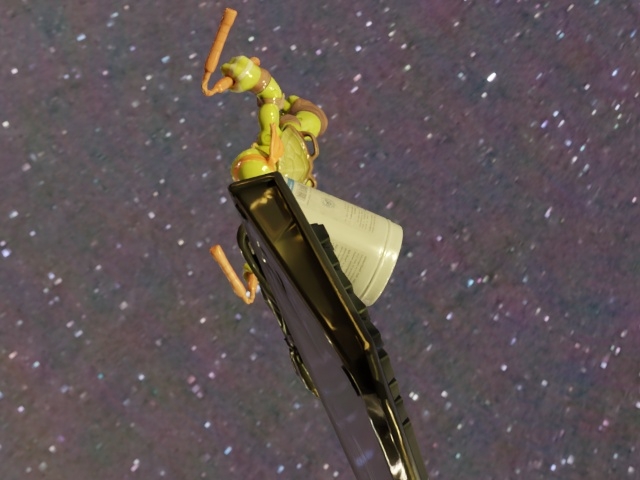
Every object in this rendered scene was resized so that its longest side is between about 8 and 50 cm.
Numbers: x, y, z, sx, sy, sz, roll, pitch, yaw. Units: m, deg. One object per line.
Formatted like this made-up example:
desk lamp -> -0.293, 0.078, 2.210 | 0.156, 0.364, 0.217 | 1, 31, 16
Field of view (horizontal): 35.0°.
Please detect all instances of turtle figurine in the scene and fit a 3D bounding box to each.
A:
turtle figurine -> -0.042, -0.089, 0.981 | 0.087, 0.217, 0.269 | -3, -78, 12

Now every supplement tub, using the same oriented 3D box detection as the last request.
supplement tub -> 0.000, 0.000, 0.768 | 0.107, 0.071, 0.071 | 23, -51, -9

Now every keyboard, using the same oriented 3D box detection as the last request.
keyboard -> 0.017, 0.080, 0.525 | 0.201, 0.033, 0.317 | 54, -11, 40
